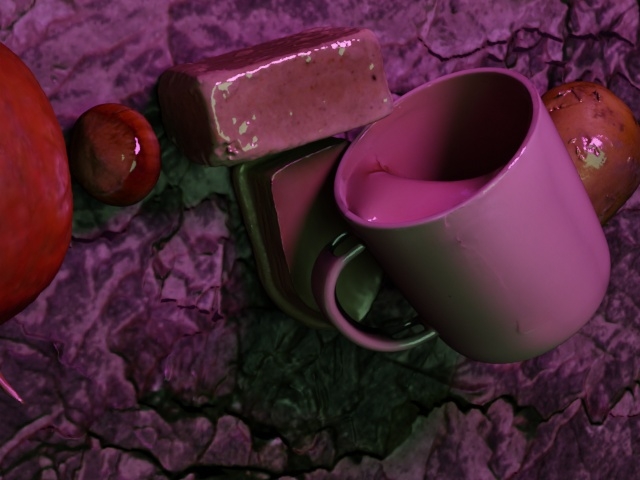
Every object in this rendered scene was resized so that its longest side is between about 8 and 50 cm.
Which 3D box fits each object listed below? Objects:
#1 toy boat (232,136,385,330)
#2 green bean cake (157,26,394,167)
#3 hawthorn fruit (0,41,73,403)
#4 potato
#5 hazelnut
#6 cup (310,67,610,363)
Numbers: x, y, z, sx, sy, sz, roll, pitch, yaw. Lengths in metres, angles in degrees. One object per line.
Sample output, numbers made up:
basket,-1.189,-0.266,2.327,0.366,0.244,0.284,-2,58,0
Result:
toy boat,0.000,0.000,1.302,0.116,0.061,0.188,-27,110,-27
green bean cake,-0.039,-0.125,1.233,0.179,0.109,0.085,-21,108,-27
hawthorn fruit,-0.305,-0.035,1.019,0.258,0.258,0.262,-23,136,-26
potato,0.244,-0.068,1.398,0.137,0.137,0.176,22,90,-31
hazelnut,-0.165,-0.070,1.189,0.086,0.086,0.086,-5,100,-30
cup,0.117,0.007,1.248,0.253,0.191,0.200,-38,124,-5
